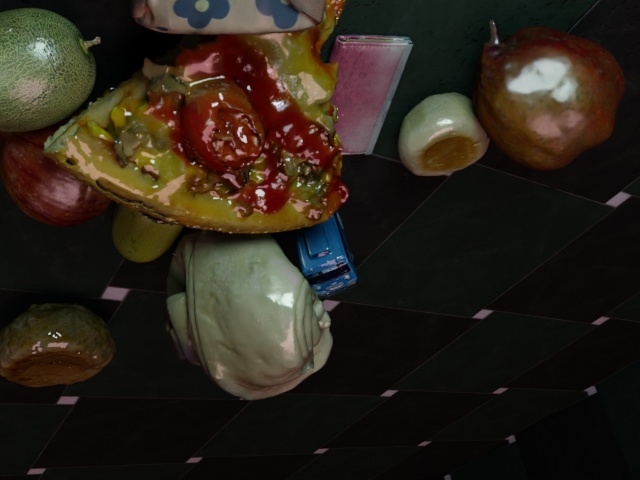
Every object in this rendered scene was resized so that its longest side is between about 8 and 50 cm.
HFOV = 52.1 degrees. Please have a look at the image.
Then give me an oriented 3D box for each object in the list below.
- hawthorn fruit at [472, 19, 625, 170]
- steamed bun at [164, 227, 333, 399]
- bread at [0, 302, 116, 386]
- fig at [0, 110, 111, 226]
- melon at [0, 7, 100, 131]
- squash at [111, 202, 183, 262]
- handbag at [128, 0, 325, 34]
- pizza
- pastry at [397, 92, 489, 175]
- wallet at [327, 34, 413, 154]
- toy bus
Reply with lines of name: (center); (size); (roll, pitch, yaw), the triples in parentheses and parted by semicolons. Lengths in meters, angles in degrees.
hawthorn fruit: (0.325, -0.233, 0.991); (0.248, 0.208, 0.208); (36, 125, -19)
steamed bun: (-0.144, 0.127, 1.135); (0.247, 0.352, 0.339); (-41, 148, -13)
bread: (-0.531, 0.205, 1.308); (0.230, 0.123, 0.230); (-12, 151, -7)
fig: (-0.376, -0.116, 0.889); (0.175, 0.175, 0.207); (-32, 128, 22)
melon: (-0.350, -0.203, 0.782); (0.192, 0.139, 0.139); (-21, 146, 5)
squash: (-0.282, -0.031, 1.080); (0.123, 0.123, 0.186); (5, 144, -28)
handbag: (-0.080, -0.330, 0.634); (0.193, 0.190, 0.251); (4, 121, -22)
pizza: (-0.088, -0.187, 0.837); (0.440, 0.130, 0.406); (8, 120, -37)
pastry: (0.203, -0.174, 1.093); (0.157, 0.092, 0.156); (-9, 143, -7)
wallet: (0.054, -0.219, 1.025); (0.119, 0.025, 0.232); (-4, 144, -18)
toy bus: (0.000, 0.000, 1.175); (0.090, 0.184, 0.106); (-21, 143, 6)
